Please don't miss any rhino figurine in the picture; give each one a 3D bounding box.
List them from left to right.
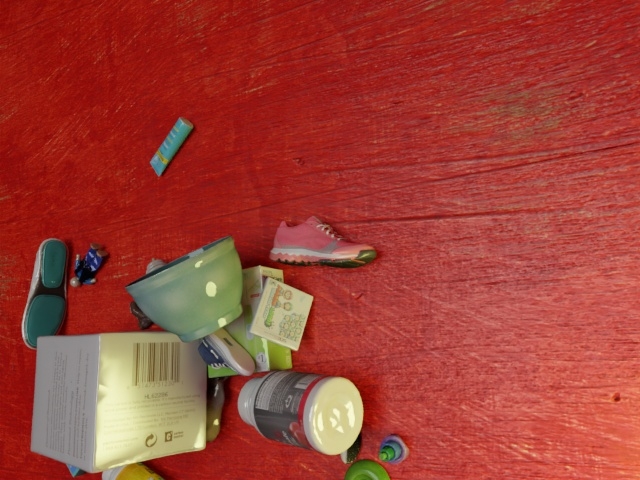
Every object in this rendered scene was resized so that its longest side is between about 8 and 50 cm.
[{"bbox_3d":[-0.321,0.465,1.555,0.106,0.073,0.243,12,90,36],"label":"rhino figurine"}]

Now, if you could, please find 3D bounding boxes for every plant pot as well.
[{"bbox_3d":[-0.317,0.136,1.375,0.293,0.293,0.196,-23,98,24],"label":"plant pot"}]

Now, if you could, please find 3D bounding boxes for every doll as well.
[{"bbox_3d":[-0.831,0.093,1.905,0.129,0.046,0.189,46,111,16],"label":"doll"}]

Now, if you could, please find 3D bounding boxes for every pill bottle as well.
[{"bbox_3d":[-0.554,0.737,1.613,0.209,0.118,0.117,18,91,29],"label":"pill bottle"},{"bbox_3d":[-0.064,0.417,1.339,0.319,0.176,0.176,-9,77,47],"label":"pill bottle"}]

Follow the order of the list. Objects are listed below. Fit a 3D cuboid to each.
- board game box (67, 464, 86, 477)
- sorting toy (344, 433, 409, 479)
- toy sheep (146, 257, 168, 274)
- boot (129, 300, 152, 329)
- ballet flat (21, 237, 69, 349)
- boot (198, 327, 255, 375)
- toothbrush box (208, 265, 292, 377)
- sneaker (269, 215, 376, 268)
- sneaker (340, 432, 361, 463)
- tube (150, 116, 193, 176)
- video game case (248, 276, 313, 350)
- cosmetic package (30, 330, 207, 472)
[{"bbox_3d":[-0.789,0.653,1.793,0.160,0.047,0.210,43,103,27],"label":"board game box"},{"bbox_3d":[0.078,0.622,1.288,0.127,0.126,0.365,39,101,28],"label":"sorting toy"},{"bbox_3d":[-0.516,0.106,1.714,0.091,0.091,0.132,-47,59,14],"label":"toy sheep"},{"bbox_3d":[-0.558,0.222,1.743,0.114,0.037,0.106,-33,81,23],"label":"boot"},{"bbox_3d":[-0.998,0.192,1.949,0.139,0.139,0.399,-4,76,28],"label":"ballet flat"},{"bbox_3d":[-0.249,0.311,1.414,0.190,0.069,0.086,40,109,36],"label":"boot"},{"bbox_3d":[-0.208,0.230,1.507,0.206,0.122,0.283,-12,75,26],"label":"toothbrush box"},{"bbox_3d":[-0.001,0.000,1.435,0.314,0.116,0.136,1,81,29],"label":"sneaker"},{"bbox_3d":[0.057,0.481,1.369,0.075,0.057,0.161,-10,78,44],"label":"sneaker"},{"bbox_3d":[-0.503,-0.316,1.798,0.207,0.052,0.080,-50,52,19],"label":"tube"},{"bbox_3d":[-0.102,0.195,1.427,0.019,0.143,0.157,-26,42,58],"label":"video game case"},{"bbox_3d":[-0.561,0.422,1.502,0.394,0.330,0.327,-11,77,42],"label":"cosmetic package"}]
